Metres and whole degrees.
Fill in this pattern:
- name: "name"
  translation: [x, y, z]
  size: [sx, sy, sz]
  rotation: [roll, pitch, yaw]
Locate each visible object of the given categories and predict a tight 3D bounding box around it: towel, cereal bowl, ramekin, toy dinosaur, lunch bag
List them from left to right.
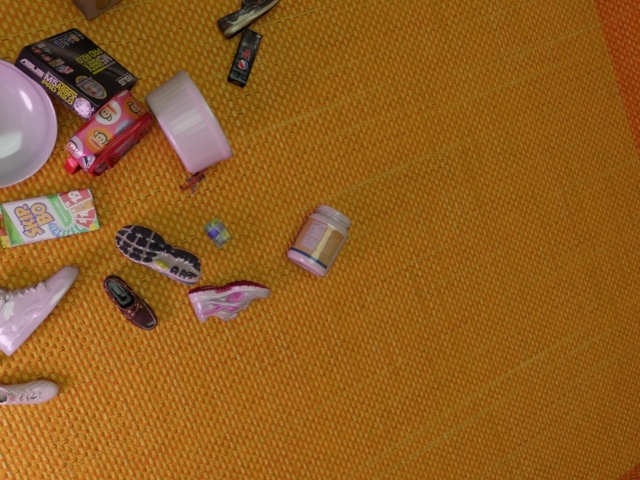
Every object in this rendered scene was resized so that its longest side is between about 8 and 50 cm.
- name: "cereal bowl"
  translation: [-0.872, -0.311, 1.405]
  size: [0.339, 0.141, 0.339]
  rotation: [-24, 128, -34]
- name: "lunch bag"
  translation: [-0.577, -0.269, 1.465]
  size: [0.258, 0.293, 0.120]
  rotation: [-45, 105, -10]
- name: "ramekin"
  translation: [-0.377, -0.327, 1.554]
  size: [0.135, 0.277, 0.277]
  rotation: [-31, 101, -9]
- name: "toy dinosaur"
  translation: [-0.390, -0.183, 1.656]
  size: [0.047, 0.090, 0.082]
  rotation: [39, 46, -1]
- name: "towel"
  translation: [-0.320, -0.024, 1.711]
  size: [0.060, 0.009, 0.083]
  rotation: [-39, 103, -14]

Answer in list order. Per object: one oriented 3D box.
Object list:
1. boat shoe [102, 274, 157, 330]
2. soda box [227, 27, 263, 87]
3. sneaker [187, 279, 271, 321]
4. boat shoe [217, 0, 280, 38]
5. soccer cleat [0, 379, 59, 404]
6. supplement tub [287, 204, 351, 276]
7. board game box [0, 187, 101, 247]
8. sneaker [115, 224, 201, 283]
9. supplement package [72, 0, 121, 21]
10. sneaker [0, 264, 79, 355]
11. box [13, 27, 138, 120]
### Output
- name: "boat shoe"
  translation: [-0.556, 0.187, 1.597]
  size: [0.073, 0.073, 0.207]
  rotation: [-45, 106, -15]
- name: "soda box"
  translation: [-0.237, -0.570, 1.710]
  size: [0.060, 0.053, 0.169]
  rotation: [19, 84, -18]
- name: "sneaker"
  translation: [-0.277, 0.189, 1.690]
  size: [0.252, 0.103, 0.111]
  rotation: [-7, 97, -13]
- name: "boat shoe"
  translation: [-0.221, -0.715, 1.700]
  size: [0.223, 0.080, 0.073]
  rotation: [-40, 108, -10]
- name: "soccer cleat"
  translation: [-0.826, 0.421, 1.500]
  size: [0.196, 0.076, 0.068]
  rotation: [4, 89, -20]
- name: "supplement tub"
  translation: [0.000, 0.000, 1.756]
  size: [0.144, 0.144, 0.199]
  rotation: [33, 80, -17]
- name: "board game box"
  translation: [-0.768, -0.064, 1.539]
  size: [0.259, 0.039, 0.124]
  rotation: [-13, 95, -16]
- name: "sneaker"
  translation: [-0.478, 0.055, 1.607]
  size: [0.275, 0.110, 0.107]
  rotation: [31, 63, 0]
- name: "supplement package"
  translation: [-0.612, -0.763, 1.460]
  size: [0.199, 0.263, 0.198]
  rotation: [-42, 104, -14]
- name: "sneaker"
  translation: [-0.812, 0.150, 1.485]
  size: [0.169, 0.108, 0.292]
  rotation: [43, 78, -19]
- name: "box"
  translation: [-0.641, -0.451, 1.467]
  size: [0.216, 0.270, 0.060]
  rotation: [38, 118, -15]
